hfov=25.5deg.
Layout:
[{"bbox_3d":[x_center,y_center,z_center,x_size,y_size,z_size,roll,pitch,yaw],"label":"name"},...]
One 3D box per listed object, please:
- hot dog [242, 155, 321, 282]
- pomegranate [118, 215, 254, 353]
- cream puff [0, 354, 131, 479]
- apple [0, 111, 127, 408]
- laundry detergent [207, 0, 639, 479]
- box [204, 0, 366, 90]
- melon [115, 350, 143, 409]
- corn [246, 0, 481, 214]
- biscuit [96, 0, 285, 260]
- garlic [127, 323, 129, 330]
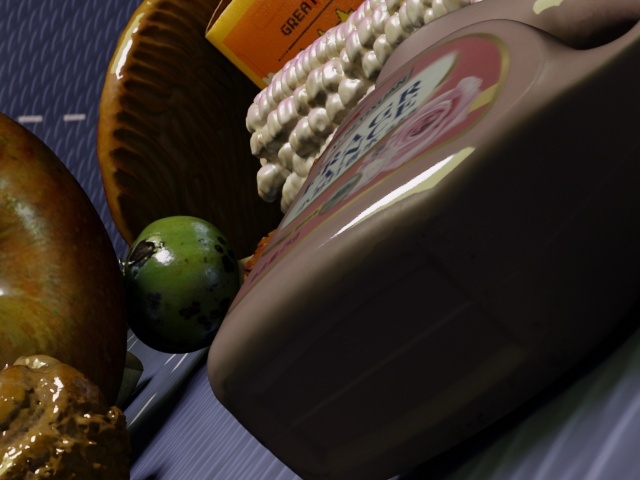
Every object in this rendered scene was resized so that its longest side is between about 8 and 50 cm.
[{"bbox_3d":[0.003,0.000,0.825,0.099,0.065,0.147,-56,7,0],"label":"hot dog"},{"bbox_3d":[-0.101,0.036,1.214,0.161,0.122,0.122,-8,-10,-21],"label":"pomegranate"},{"bbox_3d":[-0.181,0.148,0.890,0.150,0.115,0.165,-52,13,17],"label":"cream puff"},{"bbox_3d":[-0.344,0.070,1.112,0.374,0.384,0.374,-26,-11,-5],"label":"apple"},{"bbox_3d":[0.063,-0.036,0.473,0.171,0.076,0.237,-38,14,34],"label":"laundry detergent"},{"bbox_3d":[0.087,-0.257,1.276,0.283,0.214,0.259,-50,8,-34],"label":"box"},{"bbox_3d":[-0.244,0.168,1.500,0.128,0.079,0.160,-66,9,-6],"label":"melon"},{"bbox_3d":[0.061,-0.107,0.924,0.127,0.126,0.335,-50,10,-31],"label":"corn"},{"bbox_3d":[-0.094,-0.110,1.366,0.040,0.318,0.318,11,48,37],"label":"biscuit"},{"bbox_3d":[-0.135,-0.088,1.666,0.340,0.231,0.246,-44,5,-37],"label":"garlic"}]
